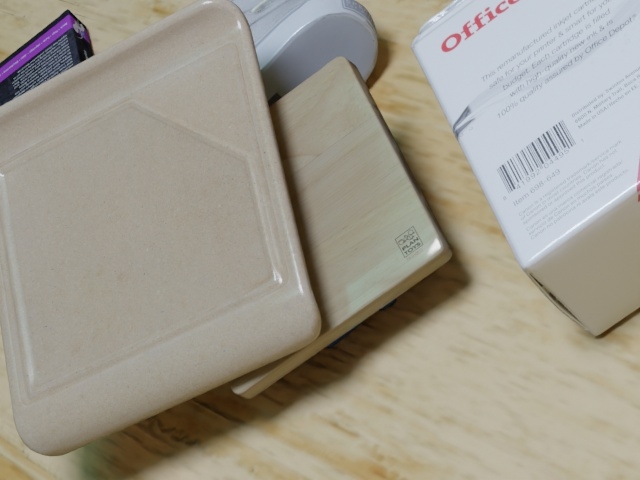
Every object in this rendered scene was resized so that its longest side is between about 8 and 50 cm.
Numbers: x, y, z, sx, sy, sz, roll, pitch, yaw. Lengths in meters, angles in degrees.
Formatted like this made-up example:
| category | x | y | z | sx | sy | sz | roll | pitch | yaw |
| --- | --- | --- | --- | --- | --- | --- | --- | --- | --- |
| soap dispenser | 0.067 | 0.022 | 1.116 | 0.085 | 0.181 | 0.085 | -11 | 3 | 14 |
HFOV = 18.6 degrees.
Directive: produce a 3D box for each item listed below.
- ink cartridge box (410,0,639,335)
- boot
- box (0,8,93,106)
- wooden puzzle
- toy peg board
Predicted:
| category | x | y | z | sx | sy | sz | roll | pitch | yaw |
| --- | --- | --- | --- | --- | --- | --- | --- | --- | --- |
| ink cartridge box | 0.162 | -0.077 | 1.129 | 0.158 | 0.092 | 0.218 | -36 | 44 | 14 |
| boot | -0.079 | -0.087 | 1.361 | 0.258 | 0.095 | 0.123 | -39 | 33 | 0 |
| box | -0.221 | -0.093 | 1.521 | 0.116 | 0.029 | 0.162 | -35 | 41 | 16 |
| wooden puzzle | -0.114 | -0.007 | 1.239 | 0.221 | 0.044 | 0.239 | -25 | 66 | 22 |
| toy peg board | 0.000 | 0.000 | 1.236 | 0.161 | 0.079 | 0.161 | -36 | 58 | 16 |
